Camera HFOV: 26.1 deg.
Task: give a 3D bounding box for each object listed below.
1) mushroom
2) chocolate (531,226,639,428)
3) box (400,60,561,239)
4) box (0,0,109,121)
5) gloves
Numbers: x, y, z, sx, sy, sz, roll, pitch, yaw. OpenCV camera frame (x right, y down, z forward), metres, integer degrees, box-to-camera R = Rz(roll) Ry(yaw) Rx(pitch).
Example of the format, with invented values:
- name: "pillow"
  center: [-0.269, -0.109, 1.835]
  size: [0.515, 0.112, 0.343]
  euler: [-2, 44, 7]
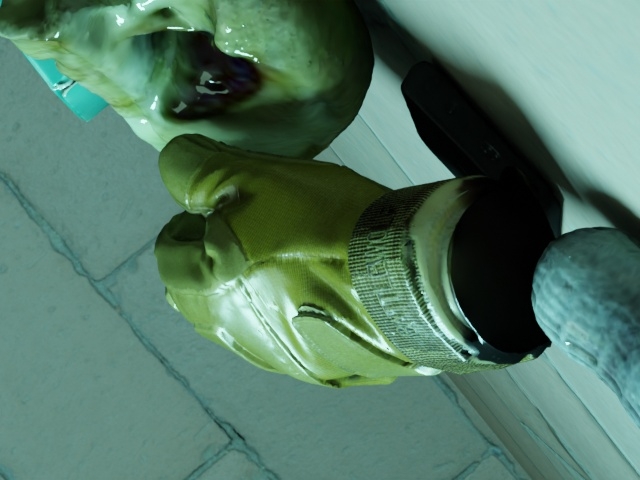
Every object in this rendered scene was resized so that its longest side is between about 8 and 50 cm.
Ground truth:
- name: "mushroom"
  center: [-0.071, -0.183, 0.883]
  size: [0.212, 0.217, 0.292]
  euler: [-1, 166, 30]
- name: "chocolate"
  center: [0.164, 0.052, 0.671]
  size: [0.167, 0.072, 0.072]
  euler: [51, 179, 44]
- name: "box"
  center: [0.102, -0.047, 0.856]
  size: [0.126, 0.027, 0.125]
  euler: [48, 180, 15]
- name: "box"
  center: [-0.248, -0.293, 1.318]
  size: [0.311, 0.205, 0.118]
  euler: [49, 179, 13]
- name: "gloves"
  center: [-0.003, 0.016, 0.843]
  size: [0.154, 0.141, 0.331]
  euler: [14, 175, -36]
